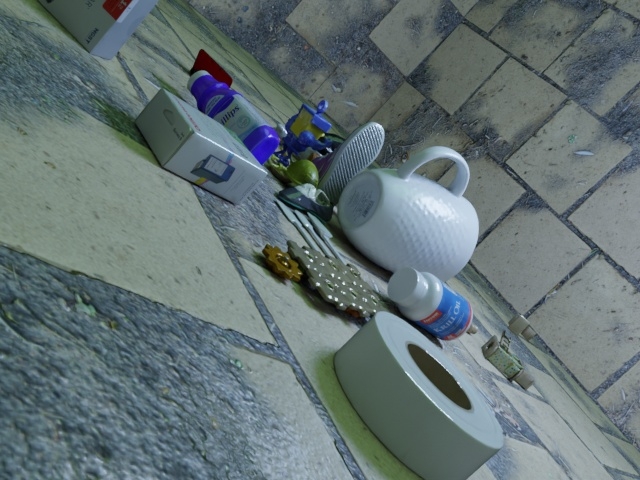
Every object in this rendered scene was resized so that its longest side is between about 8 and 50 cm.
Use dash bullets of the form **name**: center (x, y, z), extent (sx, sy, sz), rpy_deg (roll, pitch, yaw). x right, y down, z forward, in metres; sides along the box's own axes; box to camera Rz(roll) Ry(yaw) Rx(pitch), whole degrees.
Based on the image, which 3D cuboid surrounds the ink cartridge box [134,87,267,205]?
- **ink cartridge box**: center (-0.225, -0.175, 1.320), extent (0.212, 0.093, 0.154), rpy_deg (29, 18, -53)

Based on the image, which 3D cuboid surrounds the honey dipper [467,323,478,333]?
- **honey dipper**: center (0.425, 0.253, 2.101), extent (0.161, 0.030, 0.030), rpy_deg (24, 22, -46)

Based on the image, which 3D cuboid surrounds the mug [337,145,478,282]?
- **mug**: center (0.246, -0.089, 1.869), extent (0.328, 0.374, 0.276), rpy_deg (22, 24, -37)

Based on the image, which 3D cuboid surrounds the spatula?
- **spatula**: center (0.000, 0.000, 1.618), extent (0.168, 0.019, 0.242), rpy_deg (29, 19, -52)

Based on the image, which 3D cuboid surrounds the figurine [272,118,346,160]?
- **figurine**: center (-0.045, -0.322, 2.246), extent (0.209, 0.092, 0.215), rpy_deg (33, -19, -24)

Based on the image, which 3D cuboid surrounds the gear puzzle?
- **gear puzzle**: center (0.005, 0.083, 1.324), extent (0.339, 0.044, 0.175), rpy_deg (23, 25, -51)

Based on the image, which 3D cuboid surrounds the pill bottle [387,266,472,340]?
- **pill bottle**: center (0.264, 0.152, 1.701), extent (0.221, 0.124, 0.124), rpy_deg (33, 16, -37)

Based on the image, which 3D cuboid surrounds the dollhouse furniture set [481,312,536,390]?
- **dollhouse furniture set**: center (0.601, 0.338, 2.055), extent (0.182, 0.161, 0.101), rpy_deg (42, 13, -1)

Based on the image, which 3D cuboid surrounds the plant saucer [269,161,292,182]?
- **plant saucer**: center (-0.109, -0.180, 1.874), extent (0.083, 0.015, 0.083), rpy_deg (41, 13, -11)

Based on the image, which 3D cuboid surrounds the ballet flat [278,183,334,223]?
- **ballet flat**: center (-0.028, -0.104, 1.750), extent (0.203, 0.074, 0.074), rpy_deg (27, 21, -52)

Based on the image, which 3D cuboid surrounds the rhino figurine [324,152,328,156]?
- **rhino figurine**: center (0.077, -0.155, 2.041), extent (0.243, 0.106, 0.073), rpy_deg (60, -12, 14)

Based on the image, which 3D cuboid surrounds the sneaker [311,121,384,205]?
- **sneaker**: center (0.051, -0.234, 1.938), extent (0.102, 0.282, 0.161), rpy_deg (32, 16, -33)

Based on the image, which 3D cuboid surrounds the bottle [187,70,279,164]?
- **bottle**: center (-0.220, -0.300, 1.684), extent (0.283, 0.118, 0.092), rpy_deg (50, 14, 22)

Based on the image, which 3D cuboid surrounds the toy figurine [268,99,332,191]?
- **toy figurine**: center (-0.059, -0.304, 1.910), extent (0.191, 0.217, 0.362), rpy_deg (37, 9, -31)

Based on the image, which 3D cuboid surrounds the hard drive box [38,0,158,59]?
- **hard drive box**: center (-0.486, -0.531, 1.471), extent (0.232, 0.181, 0.089), rpy_deg (44, 13, 6)

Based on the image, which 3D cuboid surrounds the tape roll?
- **tape roll**: center (0.157, 0.247, 1.108), extent (0.286, 0.100, 0.286), rpy_deg (41, 12, -11)

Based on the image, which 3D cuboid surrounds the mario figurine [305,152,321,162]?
- **mario figurine**: center (0.080, -0.138, 2.189), extent (0.321, 0.170, 0.198), rpy_deg (25, 56, -27)

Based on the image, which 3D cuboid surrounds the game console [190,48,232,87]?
- **game console**: center (-0.313, -0.489, 2.097), extent (0.144, 0.085, 0.124), rpy_deg (46, 13, 9)
